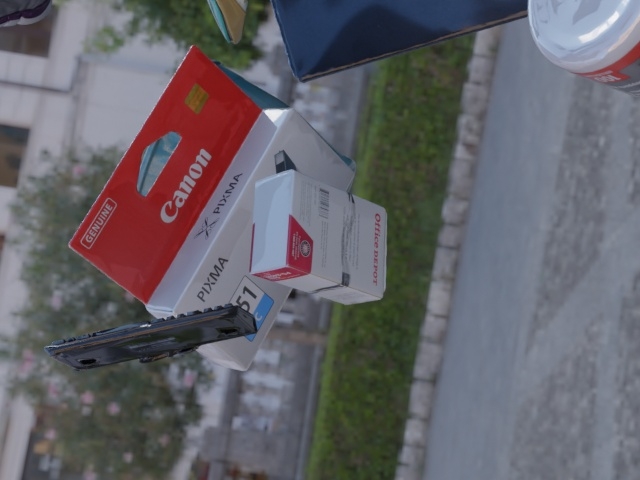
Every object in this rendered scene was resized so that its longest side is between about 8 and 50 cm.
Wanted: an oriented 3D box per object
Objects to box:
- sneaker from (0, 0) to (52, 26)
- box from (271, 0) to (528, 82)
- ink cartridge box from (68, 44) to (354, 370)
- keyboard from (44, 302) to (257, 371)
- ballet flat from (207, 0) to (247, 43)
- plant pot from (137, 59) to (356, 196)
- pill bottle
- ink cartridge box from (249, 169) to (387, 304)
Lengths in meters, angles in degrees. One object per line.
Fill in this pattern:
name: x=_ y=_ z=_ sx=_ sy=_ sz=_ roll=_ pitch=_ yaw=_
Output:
sneaker: x=-0.350 y=-0.259 z=1.286 sx=0.098 sy=0.083 sz=0.223 roll=-53 pitch=-6 yaw=37
box: x=0.213 y=-0.501 z=2.215 sx=0.472 sy=0.479 sz=0.297 roll=-37 pitch=-69 yaw=-62
ink cartridge box: x=-0.117 y=-0.038 z=1.485 sx=0.066 sy=0.261 sz=0.296 roll=5 pitch=60 yaw=48
keyboard: x=-0.150 y=0.089 z=1.155 sx=0.108 sy=0.180 sz=0.023 roll=56 pitch=-156 yaw=-69
ballet flat: x=-0.136 y=-0.362 z=1.721 sx=0.080 sy=0.073 sz=0.232 roll=63 pitch=-179 yaw=39
plant pot: x=-0.097 y=-0.086 z=1.827 sx=0.272 sy=0.255 sz=0.272 roll=-62 pitch=-8 yaw=-15
pill bottle: x=0.444 y=-0.259 z=1.511 sx=0.210 sy=0.363 sz=0.210 roll=-25 pitch=58 yaw=50
ink cartridge box: x=0.000 y=0.000 z=1.372 sx=0.063 sy=0.150 sz=0.109 roll=-15 pitch=64 yaw=42
